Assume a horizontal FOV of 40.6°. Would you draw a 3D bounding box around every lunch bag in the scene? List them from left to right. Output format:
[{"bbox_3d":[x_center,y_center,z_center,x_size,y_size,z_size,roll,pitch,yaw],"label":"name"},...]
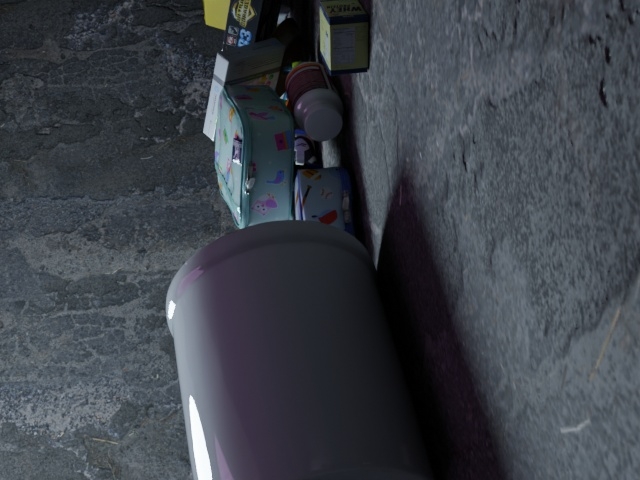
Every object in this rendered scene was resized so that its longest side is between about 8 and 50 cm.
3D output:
[{"bbox_3d":[-0.123,-0.148,1.546,0.279,0.108,0.224,-119,33,-61],"label":"lunch bag"},{"bbox_3d":[0.000,0.000,1.523,0.303,0.115,0.243,117,151,-74],"label":"lunch bag"}]

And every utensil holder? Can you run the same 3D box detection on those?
[{"bbox_3d":[-0.032,0.220,1.207,0.327,0.328,0.385,92,165,-48],"label":"utensil holder"}]

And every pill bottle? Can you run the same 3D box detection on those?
[{"bbox_3d":[-0.009,-0.235,1.476,0.152,0.086,0.086,-106,12,-51],"label":"pill bottle"}]

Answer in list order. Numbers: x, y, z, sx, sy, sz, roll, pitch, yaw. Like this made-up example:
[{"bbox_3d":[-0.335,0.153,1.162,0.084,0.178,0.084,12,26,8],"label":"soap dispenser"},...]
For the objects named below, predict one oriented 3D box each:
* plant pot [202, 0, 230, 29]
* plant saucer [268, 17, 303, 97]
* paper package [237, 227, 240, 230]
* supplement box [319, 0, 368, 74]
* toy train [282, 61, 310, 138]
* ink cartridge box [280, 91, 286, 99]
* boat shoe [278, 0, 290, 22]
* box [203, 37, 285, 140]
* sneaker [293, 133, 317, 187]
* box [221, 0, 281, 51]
[{"bbox_3d":[-0.216,-0.663,2.246,0.212,0.187,0.212,100,161,-65],"label":"plant pot"},{"bbox_3d":[-0.084,-0.366,1.813,0.198,0.036,0.198,-60,-10,-19],"label":"plant saucer"},{"bbox_3d":[-0.119,-0.060,2.119,0.309,0.168,0.324,-110,15,-62],"label":"paper package"},{"bbox_3d":[0.033,-0.292,1.239,0.083,0.056,0.083,-108,14,-55],"label":"supplement box"},{"bbox_3d":[-0.036,-0.275,1.644,0.248,0.105,0.143,-162,79,-81],"label":"toy train"},{"bbox_3d":[-0.101,-0.342,1.972,0.104,0.062,0.181,-36,51,35],"label":"ink cartridge box"},{"bbox_3d":[-0.128,-0.566,2.042,0.267,0.096,0.088,-159,67,-80],"label":"boat shoe"},{"bbox_3d":[-0.150,-0.293,1.688,0.038,0.145,0.186,43,136,25],"label":"box"},{"bbox_3d":[-0.047,-0.102,1.826,0.153,0.094,0.235,-93,12,-56],"label":"sneaker"},{"bbox_3d":[-0.139,-0.447,1.791,0.293,0.073,0.295,-76,2,-48],"label":"box"}]
